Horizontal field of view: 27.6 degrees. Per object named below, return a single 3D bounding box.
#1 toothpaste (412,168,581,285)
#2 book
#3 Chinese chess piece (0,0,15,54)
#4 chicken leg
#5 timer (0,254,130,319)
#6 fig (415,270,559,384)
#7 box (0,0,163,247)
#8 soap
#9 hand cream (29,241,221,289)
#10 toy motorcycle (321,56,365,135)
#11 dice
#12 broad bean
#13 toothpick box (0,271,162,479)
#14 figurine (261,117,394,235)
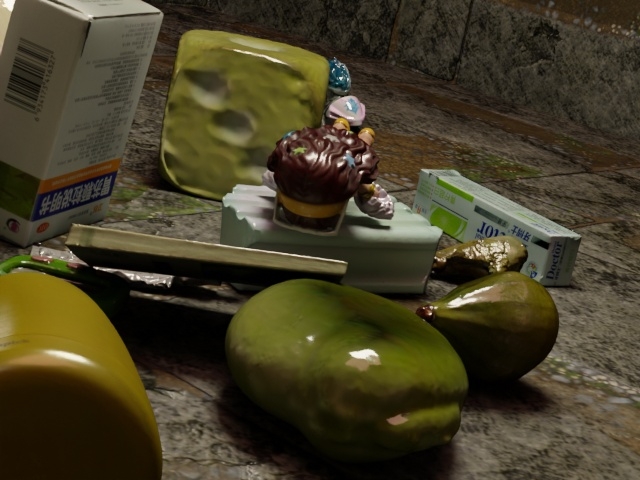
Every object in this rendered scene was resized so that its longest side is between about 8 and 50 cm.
[{"bbox_3d":[0.262,-0.027,1.992,0.067,0.081,0.336,1,19,-31],"label":"toothpaste"},{"bbox_3d":[-0.118,0.025,1.388,0.283,0.025,0.215,7,-9,-2],"label":"book"},{"bbox_3d":[-0.469,-0.232,1.756,0.140,0.338,0.338,57,24,2],"label":"Chinese chess piece"},{"bbox_3d":[0.199,0.030,1.795,0.178,0.070,0.093,3,23,-6],"label":"chicken leg"},{"bbox_3d":[-0.278,0.054,1.382,0.140,0.047,0.128,13,12,5],"label":"timer"},{"bbox_3d":[0.172,0.105,1.414,0.185,0.126,0.133,-22,14,-40],"label":"fig"},{"bbox_3d":[-0.320,-0.160,1.621,0.106,0.299,0.200,25,19,14],"label":"box"},{"bbox_3d":[0.000,0.000,1.685,0.289,0.095,0.173,2,19,-29],"label":"soap"},{"bbox_3d":[-0.212,0.026,1.528,0.257,0.050,0.084,1,16,-6],"label":"hand cream"},{"bbox_3d":[0.015,-0.232,2.311,0.239,0.204,0.108,20,29,39],"label":"toy motorcycle"},{"bbox_3d":[-0.119,-0.192,2.016,0.238,0.233,0.227,12,14,-3],"label":"dice"},{"bbox_3d":[0.026,0.119,1.244,0.238,0.119,0.291,10,15,-8],"label":"broad bean"},{"bbox_3d":[-0.217,0.122,0.964,0.175,0.175,0.271,7,13,-15],"label":"toothpick box"},{"bbox_3d":[0.012,-0.087,1.610,0.175,0.115,0.240,16,18,9],"label":"figurine"}]
